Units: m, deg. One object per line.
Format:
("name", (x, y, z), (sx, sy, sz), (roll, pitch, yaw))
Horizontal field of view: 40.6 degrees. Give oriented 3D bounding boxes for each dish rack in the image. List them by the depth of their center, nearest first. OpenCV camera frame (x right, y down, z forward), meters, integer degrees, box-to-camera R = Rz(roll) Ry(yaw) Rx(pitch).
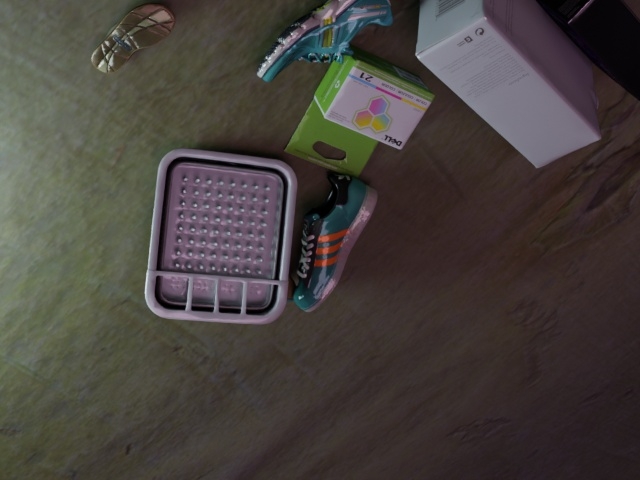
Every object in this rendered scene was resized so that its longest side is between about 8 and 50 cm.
("dish rack", (-0.199, -0.007, 1.728), (0.285, 0.072, 0.333), (6, 92, -19))

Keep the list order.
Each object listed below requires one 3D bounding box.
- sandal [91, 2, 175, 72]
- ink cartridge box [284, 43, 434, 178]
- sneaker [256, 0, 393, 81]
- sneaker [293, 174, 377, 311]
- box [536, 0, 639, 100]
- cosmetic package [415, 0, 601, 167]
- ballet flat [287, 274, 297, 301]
("sandal", (-0.333, -0.363, 1.528), (0.180, 0.049, 0.072), (-31, 123, 25))
("ink cartridge box", (0.074, -0.231, 1.708), (0.188, 0.097, 0.255), (18, 116, -27))
("sneaker", (0.006, -0.365, 1.570), (0.275, 0.107, 0.110), (-32, 107, 8))
("sneaker", (0.000, 0.000, 1.829), (0.121, 0.108, 0.302), (25, 94, -22))
("box", (0.539, -0.409, 1.665), (0.261, 0.184, 0.103), (33, 112, -32))
("cosmetic package", (0.358, -0.336, 1.623), (0.156, 0.217, 0.385), (-25, 132, 36))
("ballet flat", (-0.181, 0.035, 1.826), (0.342, 0.116, 0.124), (16, 105, -21))
